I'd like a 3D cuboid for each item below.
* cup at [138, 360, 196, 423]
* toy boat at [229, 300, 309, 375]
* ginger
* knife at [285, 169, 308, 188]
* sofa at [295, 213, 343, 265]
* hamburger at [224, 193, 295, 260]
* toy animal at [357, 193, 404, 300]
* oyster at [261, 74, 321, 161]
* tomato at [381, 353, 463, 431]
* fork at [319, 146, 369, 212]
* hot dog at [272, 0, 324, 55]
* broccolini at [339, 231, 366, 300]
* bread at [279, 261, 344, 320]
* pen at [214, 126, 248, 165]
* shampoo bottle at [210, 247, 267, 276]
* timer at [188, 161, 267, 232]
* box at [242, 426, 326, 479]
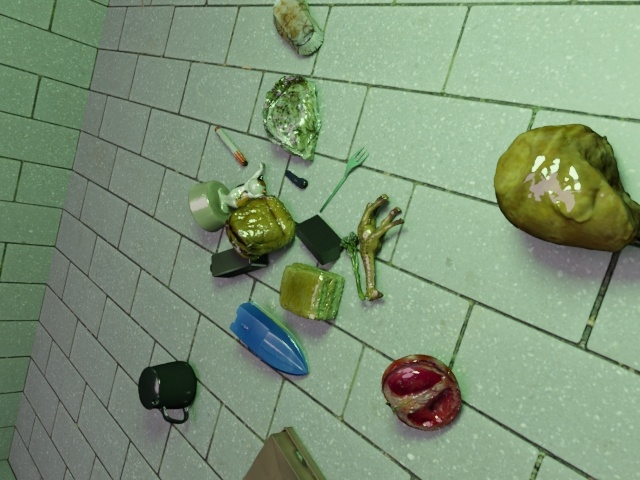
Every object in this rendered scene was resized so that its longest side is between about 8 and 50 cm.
[{"bbox_3d":[-0.535,0.538,1.909,0.169,0.176,0.223,-39,58,30],"label":"cup"},{"bbox_3d":[-0.141,0.310,1.626,0.295,0.088,0.129,34,108,30],"label":"toy boat"},{"bbox_3d":[0.447,-0.087,1.016,0.223,0.200,0.270,-26,66,37],"label":"ginger"},{"bbox_3d":[-0.079,-0.193,1.673,0.121,0.018,0.031,40,119,41],"label":"knife"},{"bbox_3d":[0.000,0.000,1.546,0.147,0.085,0.060,47,157,37],"label":"sofa"},{"bbox_3d":[-0.188,-0.045,1.644,0.206,0.130,0.183,-29,65,-4],"label":"hamburger"},{"bbox_3d":[0.141,0.016,1.405,0.149,0.054,0.276,25,101,42],"label":"toy animal"},{"bbox_3d":[-0.086,-0.375,1.658,0.198,0.112,0.268,7,80,24],"label":"oyster"},{"bbox_3d":[0.234,0.332,1.246,0.173,0.099,0.189,-27,105,23],"label":"tomato"},{"bbox_3d":[0.057,-0.166,1.535,0.235,0.021,0.039,-53,49,25],"label":"fork"},{"bbox_3d":[-0.073,-0.682,1.706,0.131,0.069,0.253,-41,61,22],"label":"hot dog"},{"bbox_3d":[0.097,0.071,1.450,0.054,0.052,0.194,-17,70,5],"label":"broccolini"},{"bbox_3d":[-0.037,0.142,1.528,0.196,0.102,0.138,18,94,46],"label":"bread"},{"bbox_3d":[-0.319,-0.336,1.921,0.239,0.028,0.028,50,118,37],"label":"pen"},{"bbox_3d":[-0.281,0.071,1.790,0.246,0.080,0.080,-17,72,42],"label":"shampoo bottle"},{"bbox_3d":[-0.283,-0.147,1.799,0.265,0.175,0.175,-19,71,24],"label":"timer"},{"bbox_3d":[-0.106,0.683,1.529,0.215,0.086,0.215,47,115,38],"label":"box"}]
